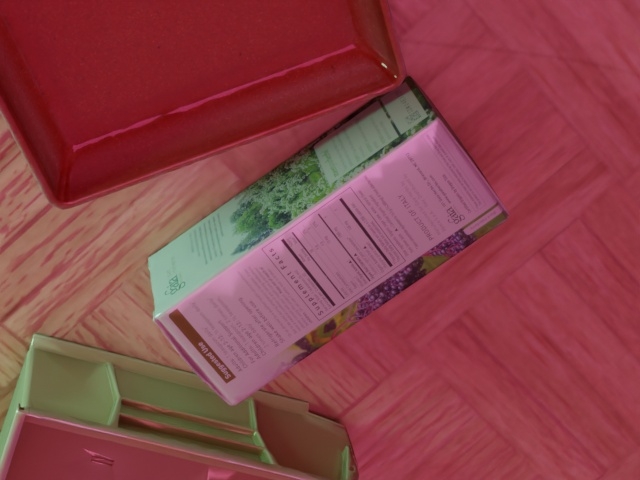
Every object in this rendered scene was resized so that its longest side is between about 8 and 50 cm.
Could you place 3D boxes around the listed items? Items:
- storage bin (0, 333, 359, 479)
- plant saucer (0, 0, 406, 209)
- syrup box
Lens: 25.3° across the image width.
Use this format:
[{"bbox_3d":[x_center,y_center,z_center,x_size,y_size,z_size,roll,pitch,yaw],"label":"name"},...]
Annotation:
[{"bbox_3d":[-0.132,0.236,1.059,0.260,0.123,0.262,16,110,-15],"label":"storage bin"},{"bbox_3d":[-0.097,-0.164,0.898,0.258,0.048,0.259,-20,132,0],"label":"plant saucer"},{"bbox_3d":[0.000,0.000,0.992,0.237,0.093,0.096,-36,115,7],"label":"syrup box"}]
